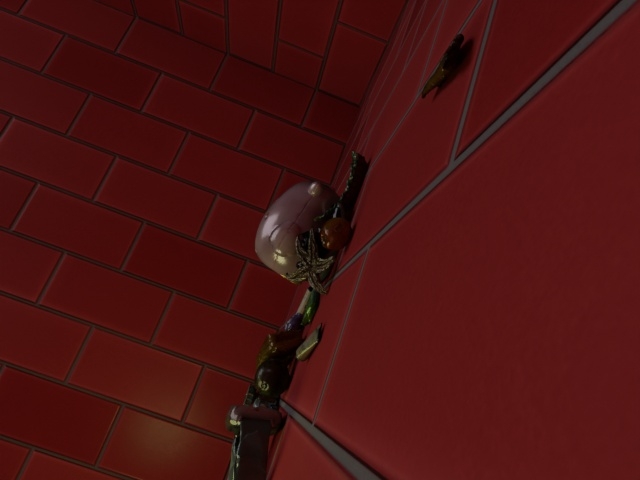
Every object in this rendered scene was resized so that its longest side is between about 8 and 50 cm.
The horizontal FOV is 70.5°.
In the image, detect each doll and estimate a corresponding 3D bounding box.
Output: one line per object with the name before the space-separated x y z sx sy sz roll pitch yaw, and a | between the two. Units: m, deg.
doll | -0.099 0.330 1.754 0.110 0.067 0.206 -61 -7 -5

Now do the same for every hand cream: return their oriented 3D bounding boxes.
hand cream | -0.030 0.284 1.239 0.143 0.039 0.061 -60 7 40

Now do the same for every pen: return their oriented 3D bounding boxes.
pen | -0.080 0.290 1.899 0.033 0.033 0.269 -74 6 -53

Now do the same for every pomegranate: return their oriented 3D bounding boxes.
pomegranate | -0.161 0.454 1.505 0.130 0.130 0.130 -159 90 -86

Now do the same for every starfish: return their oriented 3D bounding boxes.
starfish | -0.034 0.074 1.445 0.240 0.043 0.227 -28 62 40

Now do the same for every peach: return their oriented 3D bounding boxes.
peach | 0.049 -0.021 1.353 0.101 0.101 0.101 -159 90 -86

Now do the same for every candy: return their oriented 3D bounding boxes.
candy | -0.030 0.221 1.579 0.178 0.032 0.102 -77 12 -73

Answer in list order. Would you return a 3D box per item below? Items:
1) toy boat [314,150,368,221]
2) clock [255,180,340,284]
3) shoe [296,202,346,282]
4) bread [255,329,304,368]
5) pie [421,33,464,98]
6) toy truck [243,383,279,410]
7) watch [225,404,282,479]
toy boat | 0.086 -0.174 1.603 0.293 0.099 0.108 -62 1 -8
clock | -0.081 -0.054 1.746 0.377 0.250 0.368 -64 -12 8
shoe | 0.000 0.000 1.543 0.114 0.137 0.291 -107 39 -83
bread | -0.144 0.395 1.599 0.271 0.139 0.077 119 141 -50
pie | 0.230 -0.321 0.817 0.088 0.033 0.191 -61 -2 0
toy truck | -0.208 0.573 1.580 0.178 0.115 0.080 -131 62 -84
watch | -0.195 0.594 1.251 0.253 0.162 0.241 112 164 -59
